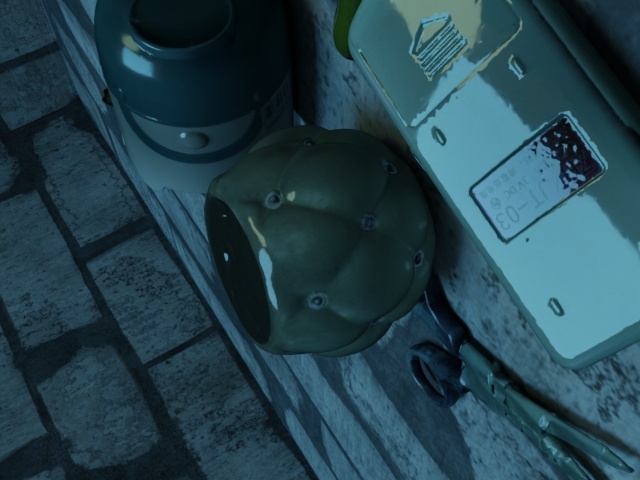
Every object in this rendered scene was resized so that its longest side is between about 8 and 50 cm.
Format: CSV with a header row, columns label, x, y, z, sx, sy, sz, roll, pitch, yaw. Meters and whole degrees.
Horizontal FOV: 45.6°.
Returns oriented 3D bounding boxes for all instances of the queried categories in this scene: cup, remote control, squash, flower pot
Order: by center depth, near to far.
label,x,y,z,sx,sy,sz,roll,pitch,yaw
remote control,0.129,-0.068,0.497,0.140,0.056,0.296,-42,73,38
squash,0.040,-0.212,0.628,0.052,0.052,0.183,56,160,19
flower pot,0.000,0.000,0.797,0.246,0.195,0.246,51,152,41
cup,-0.142,-0.229,0.905,0.257,0.219,0.289,92,178,-59

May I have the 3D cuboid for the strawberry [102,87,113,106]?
label,x,y,z,sx,sy,sz,roll,pitch,yaw
strawberry,-0.242,-0.228,1.374,0.306,0.138,0.233,43,-162,-37

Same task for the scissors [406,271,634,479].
label,x,y,z,sx,sy,sz,roll,pitch,yaw
scissors,0.185,0.155,0.815,0.383,0.029,0.256,39,151,55
